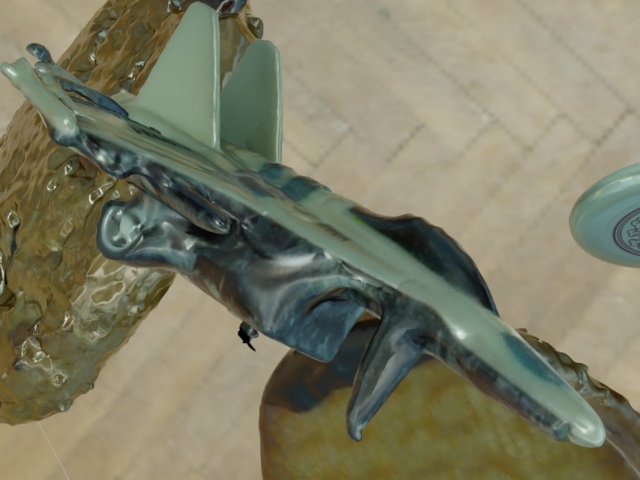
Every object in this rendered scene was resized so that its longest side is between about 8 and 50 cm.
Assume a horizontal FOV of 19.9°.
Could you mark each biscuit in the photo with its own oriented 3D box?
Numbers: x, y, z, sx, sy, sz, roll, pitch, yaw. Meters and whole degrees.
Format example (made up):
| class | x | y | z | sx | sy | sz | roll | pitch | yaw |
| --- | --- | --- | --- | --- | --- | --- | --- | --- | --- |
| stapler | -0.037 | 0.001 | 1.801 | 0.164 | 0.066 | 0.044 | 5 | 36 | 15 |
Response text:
| class | x | y | z | sx | sy | sz | roll | pitch | yaw |
| --- | --- | --- | --- | --- | --- | --- | --- | --- | --- |
| biscuit | -0.136 | -0.033 | 1.031 | 0.075 | 0.296 | 0.296 | 27 | 87 | -24 |
| biscuit | 0.095 | 0.170 | 0.993 | 0.040 | 0.318 | 0.318 | -38 | 102 | -38 |

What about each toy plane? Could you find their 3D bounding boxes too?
| class | x | y | z | sx | sy | sz | roll | pitch | yaw |
| --- | --- | --- | --- | --- | --- | --- | --- | --- | --- |
| toy plane | -0.007 | 0.009 | 0.604 | 0.192 | 0.262 | 0.088 | 28 | 105 | -45 |

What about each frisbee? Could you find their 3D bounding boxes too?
| class | x | y | z | sx | sy | sz | roll | pitch | yaw |
| --- | --- | --- | --- | --- | --- | --- | --- | --- | --- |
| frisbee | 0.181 | -0.012 | 0.929 | 0.110 | 0.110 | 0.014 | 4 | 61 | -14 |
